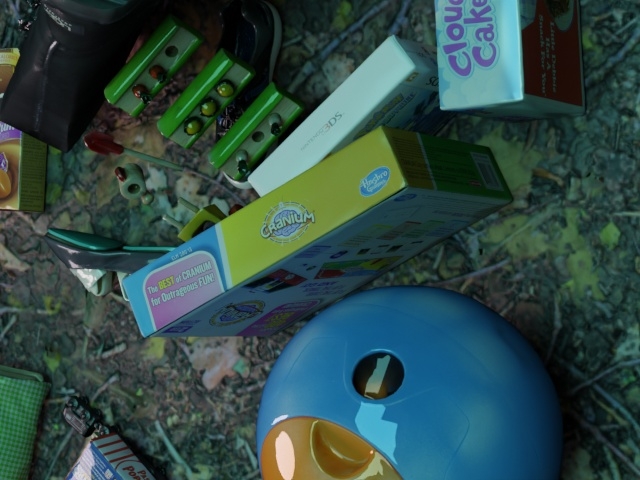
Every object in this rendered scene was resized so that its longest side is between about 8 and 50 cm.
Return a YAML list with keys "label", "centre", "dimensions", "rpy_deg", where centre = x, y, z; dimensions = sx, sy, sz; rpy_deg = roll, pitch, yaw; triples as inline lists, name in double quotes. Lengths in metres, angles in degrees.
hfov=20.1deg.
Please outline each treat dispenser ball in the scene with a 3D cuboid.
- label: "treat dispenser ball"
  centre: [0.083, 0.184, 1.691]
  dimensions: [0.288, 0.288, 0.288]
  rpy_deg: [-1, 88, 29]

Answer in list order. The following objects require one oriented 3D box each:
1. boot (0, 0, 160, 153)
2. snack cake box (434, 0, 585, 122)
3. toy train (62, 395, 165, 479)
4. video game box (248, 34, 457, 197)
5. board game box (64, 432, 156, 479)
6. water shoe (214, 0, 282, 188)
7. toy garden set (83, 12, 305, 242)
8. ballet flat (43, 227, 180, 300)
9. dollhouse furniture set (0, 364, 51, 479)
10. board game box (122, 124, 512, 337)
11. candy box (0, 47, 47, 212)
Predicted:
- label: "boot"
  centre: [-0.176, -0.296, 1.819]
  dimensions: [0.146, 0.445, 0.367]
  rpy_deg: [39, 72, 1]
- label: "snack cake box"
  centre: [0.179, -0.252, 1.728]
  dimensions: [0.089, 0.152, 0.264]
  rpy_deg: [-5, 86, 29]
- label: "toy train"
  centre: [-0.230, 0.230, 2.009]
  dimensions: [0.158, 0.027, 0.036]
  rpy_deg: [38, 108, 24]
- label: "video game box"
  centre: [0.051, -0.110, 1.774]
  dimensions: [0.205, 0.187, 0.048]
  rpy_deg: [-44, 69, 21]
- label: "board game box"
  centre: [-0.240, 0.331, 1.985]
  dimensions: [0.147, 0.045, 0.193]
  rpy_deg: [47, 119, 21]
- label: "water shoe"
  centre: [-0.090, -0.157, 1.912]
  dimensions: [0.073, 0.080, 0.203]
  rpy_deg: [3, 90, 29]
- label: "toy garden set"
  centre: [-0.119, -0.085, 1.843]
  dimensions: [0.204, 0.244, 0.049]
  rpy_deg: [-46, 32, 20]
- label: "ballet flat"
  centre: [-0.222, 0.030, 1.988]
  dimensions: [0.203, 0.074, 0.074]
  rpy_deg: [8, 92, 26]
- label: "dollhouse furniture set"
  centre: [-0.479, 0.225, 2.023]
  dimensions: [0.302, 0.151, 0.197]
  rpy_deg: [11, 95, 7]
- label: "board game box"
  centre: [0.000, 0.000, 1.768]
  dimensions: [0.316, 0.242, 0.064]
  rpy_deg: [-30, 74, 24]
- label: "candy box"
  centre: [-0.371, -0.127, 2.082]
  dimensions: [0.109, 0.053, 0.186]
  rpy_deg: [2, 88, 29]
